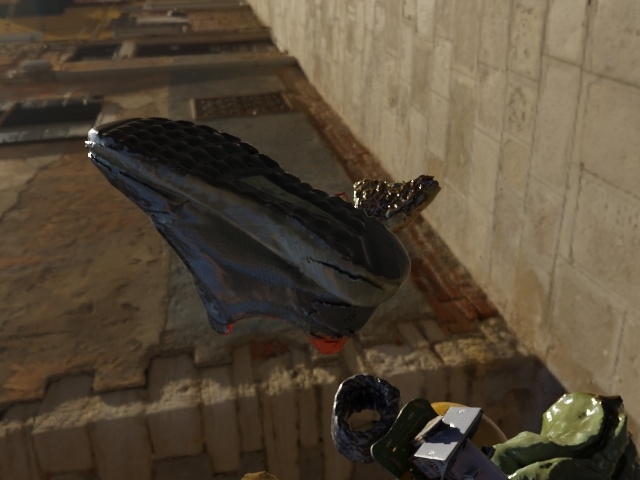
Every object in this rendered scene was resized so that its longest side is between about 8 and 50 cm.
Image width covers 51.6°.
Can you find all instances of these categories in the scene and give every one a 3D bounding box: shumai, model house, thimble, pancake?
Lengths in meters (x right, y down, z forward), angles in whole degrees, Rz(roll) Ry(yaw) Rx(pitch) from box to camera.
[{"bbox_3d":[0.403,0.360,0.963,0.303,0.263,0.309,22,146,39],"label":"shumai"},{"bbox_3d":[0.163,0.263,0.783,0.167,0.117,0.088,46,147,8],"label":"model house"},{"bbox_3d":[0.057,0.234,0.876,0.095,0.104,0.066,27,142,33],"label":"thimble"},{"bbox_3d":[0.191,-0.117,1.894,0.244,0.266,0.057,48,179,45],"label":"pancake"}]

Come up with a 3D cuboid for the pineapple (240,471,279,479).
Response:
[{"bbox_3d":[-0.120,0.583,1.298,0.111,0.119,0.237,21,110,55],"label":"pineapple"}]

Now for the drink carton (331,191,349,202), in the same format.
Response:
[{"bbox_3d":[0.000,0.000,1.083,0.223,0.070,0.096,138,114,-73],"label":"drink carton"}]

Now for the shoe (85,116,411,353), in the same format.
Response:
[{"bbox_3d":[-0.090,0.007,0.664,0.171,0.336,0.132,-65,-7,28],"label":"shoe"}]

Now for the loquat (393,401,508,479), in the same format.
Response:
[{"bbox_3d":[0.283,0.478,1.409,0.263,0.262,0.263,174,90,-80],"label":"loquat"}]
